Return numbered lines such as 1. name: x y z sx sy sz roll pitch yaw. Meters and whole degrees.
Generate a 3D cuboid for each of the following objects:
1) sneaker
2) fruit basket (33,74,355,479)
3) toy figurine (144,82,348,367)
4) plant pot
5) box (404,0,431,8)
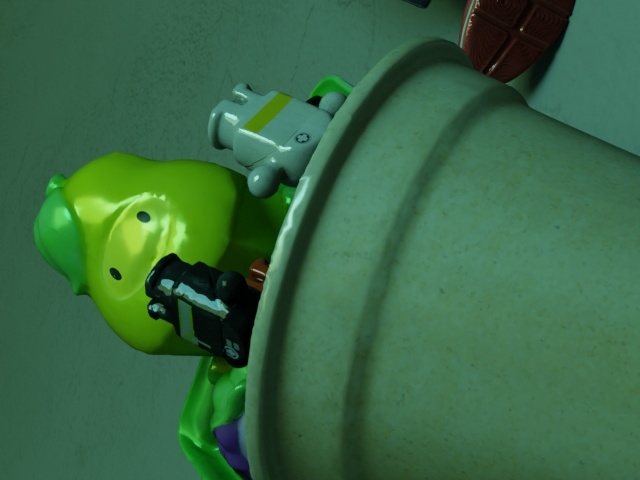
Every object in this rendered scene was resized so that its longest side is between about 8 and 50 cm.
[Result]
1. sneaker: 0.167 -0.237 1.639 0.221 0.087 0.128 -62 20 -5
2. fruit basket: -0.044 0.043 1.548 0.283 0.392 0.392 41 111 59
3. toy figurine: 0.000 0.000 1.327 0.148 0.213 0.209 25 96 24
4. plant pot: 0.165 0.068 1.187 0.305 0.334 0.333 18 91 22
5. box: 0.027 -0.438 1.773 0.293 0.212 0.395 -64 20 17
